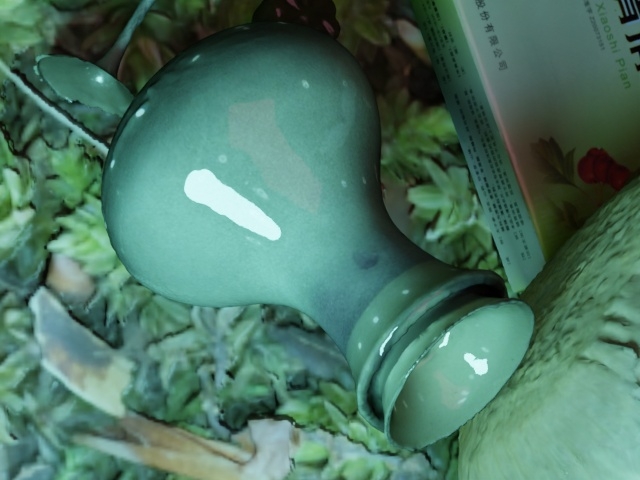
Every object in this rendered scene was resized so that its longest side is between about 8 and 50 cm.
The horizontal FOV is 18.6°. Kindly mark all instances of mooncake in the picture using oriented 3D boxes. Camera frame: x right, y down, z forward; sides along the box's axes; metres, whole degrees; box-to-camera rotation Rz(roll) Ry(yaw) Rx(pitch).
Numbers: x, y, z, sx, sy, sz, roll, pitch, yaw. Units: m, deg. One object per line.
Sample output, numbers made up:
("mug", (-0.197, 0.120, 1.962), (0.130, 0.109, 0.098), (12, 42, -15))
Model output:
("mooncake", (0.036, -0.272, 1.289), (0.150, 0.057, 0.347), (10, 82, -35))

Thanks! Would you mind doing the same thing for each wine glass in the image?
("wine glass", (-0.081, -0.194, 1.212), (0.074, 0.074, 0.262), (34, 67, -14))

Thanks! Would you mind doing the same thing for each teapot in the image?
("teapot", (0.000, 0.000, 1.108), (0.183, 0.183, 0.251), (-31, 57, -25))

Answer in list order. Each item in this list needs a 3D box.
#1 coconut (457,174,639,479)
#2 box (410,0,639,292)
("coconut", (0.292, 0.155, 1.153), (0.415, 0.344, 0.415), (2, 82, -17))
("box", (0.169, -0.114, 1.306), (0.175, 0.062, 0.261), (-18, 87, -25))
